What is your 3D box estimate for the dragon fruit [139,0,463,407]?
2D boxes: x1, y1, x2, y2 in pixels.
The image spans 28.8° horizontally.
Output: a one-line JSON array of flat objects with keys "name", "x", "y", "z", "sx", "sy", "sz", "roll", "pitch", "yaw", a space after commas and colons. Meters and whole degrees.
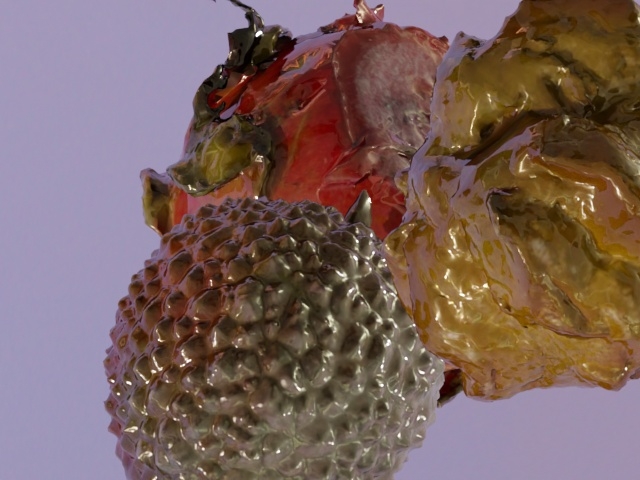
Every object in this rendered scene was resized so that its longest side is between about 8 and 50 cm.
[{"name": "dragon fruit", "x": 0.000, "y": 0.000, "z": 0.835, "sx": 0.269, "sy": 0.291, "sz": 0.250, "roll": 12, "pitch": -126, "yaw": -29}]

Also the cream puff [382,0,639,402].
[{"name": "cream puff", "x": 0.068, "y": -0.014, "z": 0.364, "sx": 0.094, "sy": 0.116, "sz": 0.122, "roll": 43, "pitch": -98, "yaw": -22}]

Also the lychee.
[{"name": "lychee", "x": -0.020, "y": 0.056, "z": 0.599, "sx": 0.165, "sy": 0.165, "sz": 0.197, "roll": 34, "pitch": -130, "yaw": 1}]
